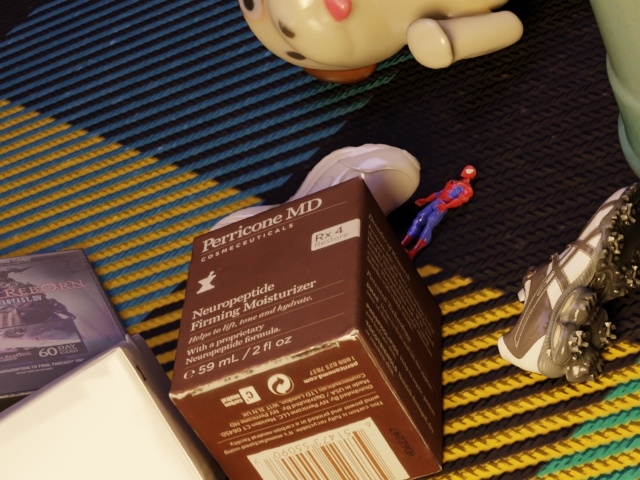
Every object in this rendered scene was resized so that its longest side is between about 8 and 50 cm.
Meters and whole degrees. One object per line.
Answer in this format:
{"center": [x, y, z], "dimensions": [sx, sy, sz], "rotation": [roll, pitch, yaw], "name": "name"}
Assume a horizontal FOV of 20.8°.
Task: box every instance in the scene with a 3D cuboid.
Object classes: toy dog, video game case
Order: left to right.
{"center": [-0.298, 0.087, 1.729], "dimensions": [0.196, 0.026, 0.274], "rotation": [-7, 29, -19], "name": "video game case"}
{"center": [0.097, -0.332, 1.801], "dimensions": [0.408, 0.284, 0.395], "rotation": [-29, 33, 9], "name": "toy dog"}

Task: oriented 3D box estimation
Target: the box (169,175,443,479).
{"center": [-0.006, 0.091, 1.440], "dimensions": [0.168, 0.167, 0.203], "rotation": [-21, 35, 18], "name": "box"}

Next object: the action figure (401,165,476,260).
{"center": [0.108, -0.029, 1.629], "dimensions": [0.115, 0.030, 0.038], "rotation": [-45, 30, -21], "name": "action figure"}

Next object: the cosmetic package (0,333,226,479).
{"center": [-0.269, 0.235, 1.422], "dimensions": [0.365, 0.155, 0.197], "rotation": [-31, 0, 1], "name": "cosmetic package"}

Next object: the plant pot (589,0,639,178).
{"center": [0.350, -0.259, 1.448], "dimensions": [0.341, 0.334, 0.341], "rotation": [-22, 35, 17], "name": "plant pot"}

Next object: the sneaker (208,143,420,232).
{"center": [0.000, 0.000, 1.641], "dimensions": [0.232, 0.090, 0.115], "rotation": [-32, 39, 17], "name": "sneaker"}

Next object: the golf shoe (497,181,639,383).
{"center": [0.209, 0.027, 1.431], "dimensions": [0.094, 0.077, 0.198], "rotation": [1, 45, 41], "name": "golf shoe"}
